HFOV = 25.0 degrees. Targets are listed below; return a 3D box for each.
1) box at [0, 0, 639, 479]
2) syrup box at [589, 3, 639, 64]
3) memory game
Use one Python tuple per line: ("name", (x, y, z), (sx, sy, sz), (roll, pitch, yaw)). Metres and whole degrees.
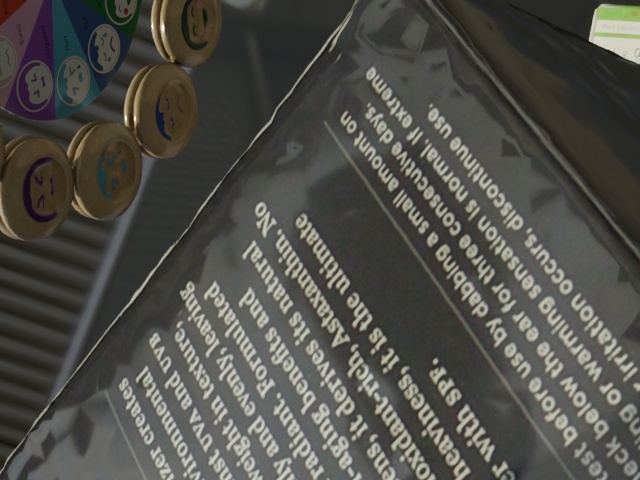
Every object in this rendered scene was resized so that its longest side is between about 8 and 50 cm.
("box", (0.067, 0.109, 0.476), (0.296, 0.294, 0.183), (12, -143, -47))
("syrup box", (0.237, -0.043, 0.633), (0.237, 0.096, 0.093), (10, 180, 39))
("memory game", (-0.088, -0.091, 0.493), (0.012, 0.186, 0.186), (9, -171, 31))
